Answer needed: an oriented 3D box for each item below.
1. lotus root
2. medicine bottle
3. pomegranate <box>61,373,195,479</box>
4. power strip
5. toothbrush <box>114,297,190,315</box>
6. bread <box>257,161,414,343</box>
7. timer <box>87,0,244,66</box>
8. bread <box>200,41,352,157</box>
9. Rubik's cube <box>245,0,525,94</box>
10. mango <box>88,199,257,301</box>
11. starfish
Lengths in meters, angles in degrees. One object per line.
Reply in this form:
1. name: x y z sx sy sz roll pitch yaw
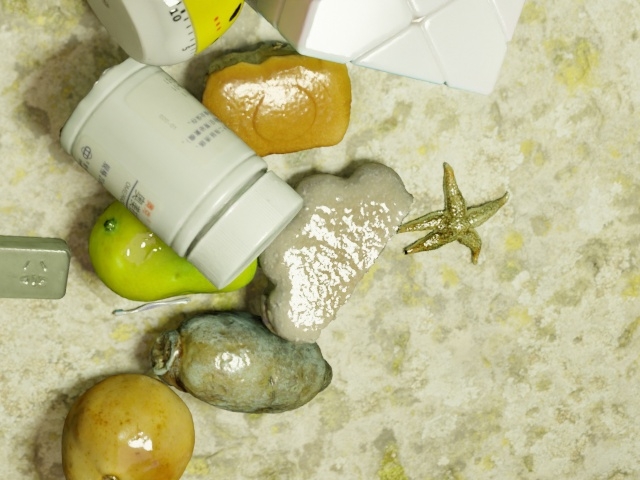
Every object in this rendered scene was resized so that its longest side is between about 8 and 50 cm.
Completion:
1. lotus root: -0.111 0.207 2.118 0.349 0.175 0.175 11 111 -35
2. medicine bottle: -0.200 -0.098 1.827 0.332 0.190 0.190 42 97 5
3. pomegranate: -0.319 0.337 2.071 0.233 0.233 0.233 -9 118 -17
4. power strip: -0.537 0.038 1.938 0.288 0.053 0.093 2 115 -23
5. toothbrush: -0.282 0.111 2.095 0.131 0.013 0.011 -9 128 -18
6. bread: 0.000 0.001 2.068 0.183 0.102 0.337 38 82 -12
7. timer: -0.192 -0.403 1.735 0.285 0.285 0.285 -9 118 -17
8. bread: -0.075 -0.216 1.946 0.245 0.121 0.174 -9 117 -19
9. Rubik's cube: 0.104 -0.426 1.795 0.321 0.316 0.319 8 112 -25
10. mango: -0.233 0.002 1.980 0.273 0.149 0.185 -6 109 -24
11. starfish: 0.239 -0.038 2.205 0.223 0.050 0.217 -25 114 -13
